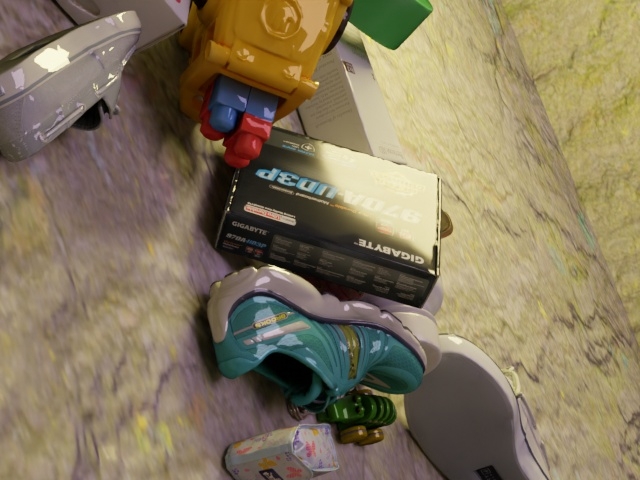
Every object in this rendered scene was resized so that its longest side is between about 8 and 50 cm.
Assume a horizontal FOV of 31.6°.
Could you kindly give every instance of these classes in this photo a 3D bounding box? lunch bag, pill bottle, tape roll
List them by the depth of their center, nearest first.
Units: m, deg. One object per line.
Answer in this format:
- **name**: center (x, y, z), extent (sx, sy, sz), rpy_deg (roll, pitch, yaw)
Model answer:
- **lunch bag**: center (-0.034, 0.189, 0.982), extent (0.083, 0.071, 0.053), rpy_deg (23, 52, -62)
- **pill bottle**: center (0.070, 0.038, 1.278), extent (0.131, 0.131, 0.229), rpy_deg (40, 34, -47)
- **tape roll**: center (0.010, -0.388, 1.488), extent (0.321, 0.077, 0.321), rpy_deg (40, 16, -14)

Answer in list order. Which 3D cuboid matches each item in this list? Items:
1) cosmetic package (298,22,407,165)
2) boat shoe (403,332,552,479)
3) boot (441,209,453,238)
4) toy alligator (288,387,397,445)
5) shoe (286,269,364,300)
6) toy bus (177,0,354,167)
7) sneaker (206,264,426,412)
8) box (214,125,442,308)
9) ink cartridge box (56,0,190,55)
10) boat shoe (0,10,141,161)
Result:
- **cosmetic package**: center (0.023, -0.190, 1.458), extent (0.117, 0.085, 0.231), rpy_deg (2, 65, -65)
- **boat shoe**: center (0.209, 0.216, 1.412), extent (0.367, 0.136, 0.156), rpy_deg (55, 25, -32)
- **boot**: center (0.117, -0.036, 1.520), extent (0.106, 0.082, 0.219), rpy_deg (65, 24, -10)
- **toy alligator**: center (0.035, 0.176, 1.171), extent (0.190, 0.051, 0.056), rpy_deg (25, 46, -58)
- **shoe**: center (0.000, 0.000, 1.224), extent (0.063, 0.081, 0.178), rpy_deg (39, 35, -48)
- **toy bus**: center (-0.076, -0.172, 1.128), extent (0.149, 0.220, 0.211), rpy_deg (18, 76, -19)
- **sneaker**: center (-0.004, 0.115, 1.090), extent (0.275, 0.107, 0.110), rpy_deg (22, 54, -41)
- **box**: center (0.013, -0.031, 1.160), extent (0.220, 0.051, 0.175), rpy_deg (17, 37, -5)
- **ink cartridge box**: center (-0.194, -0.298, 1.071), extent (0.154, 0.093, 0.212), rpy_deg (49, 30, -37)
- **boat shoe**: center (-0.205, -0.125, 0.917), extent (0.081, 0.079, 0.227), rpy_deg (69, 26, -18)
